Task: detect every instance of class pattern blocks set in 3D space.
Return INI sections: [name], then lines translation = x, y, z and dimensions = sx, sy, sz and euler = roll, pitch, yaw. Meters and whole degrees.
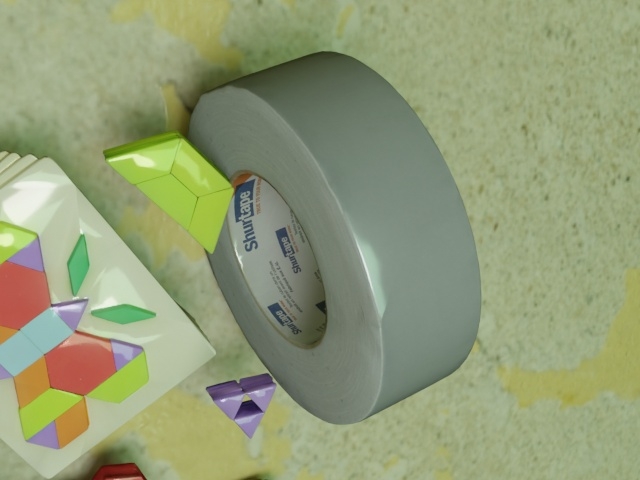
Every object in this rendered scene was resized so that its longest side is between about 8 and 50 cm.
[pattern blocks set]
translation = -0.167, 0.052, 0.578
dimensions = 0.325, 0.026, 0.285
euler = 37, 97, -29

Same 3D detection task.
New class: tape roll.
[tape roll]
translation = 0.000, 0.000, 0.603
dimensions = 0.072, 0.219, 0.219
euler = -24, 115, -26
